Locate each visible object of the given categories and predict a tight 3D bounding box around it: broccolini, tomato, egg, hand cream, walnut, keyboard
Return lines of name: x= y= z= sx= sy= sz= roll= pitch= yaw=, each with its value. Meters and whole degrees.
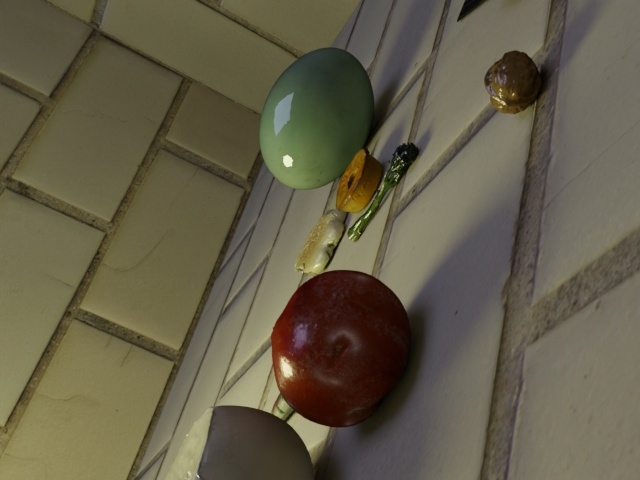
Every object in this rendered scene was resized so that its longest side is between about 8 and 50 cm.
broccolini: x=0.116 y=-0.101 z=1.767 sx=0.071 sy=0.057 sz=0.254 roll=-8 pitch=-36 yaw=-49
tomato: x=0.021 y=0.155 z=1.271 sx=0.232 sy=0.189 sz=0.232 roll=-60 pitch=9 yaw=16
egg: x=-0.008 y=-0.311 z=2.209 sx=0.388 sy=0.276 sz=0.276 roll=-70 pitch=13 yaw=-17
hand cream: x=-0.069 y=0.317 z=1.677 sx=0.234 sy=0.050 sz=0.080 roll=120 pitch=166 yaw=-47
walnut: x=0.281 y=-0.231 z=1.272 sx=0.079 sy=0.083 sz=0.096 roll=85 pitch=-161 yaw=-54
keyboard: x=0.339 y=-0.516 z=1.813 sx=0.067 sy=0.011 sz=0.202 roll=-67 pitch=12 yaw=-10

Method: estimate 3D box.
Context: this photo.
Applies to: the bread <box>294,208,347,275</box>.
bread: x=0.000 y=0.000 z=2.079 sx=0.181 sy=0.039 sz=0.251 roll=-65 pitch=11 yaw=-6

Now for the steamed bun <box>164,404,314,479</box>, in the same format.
steamed bun: x=-0.129 y=0.411 z=1.304 sx=0.324 sy=0.206 sz=0.324 roll=-62 pitch=10 yaw=19

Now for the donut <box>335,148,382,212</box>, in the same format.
donut: x=0.087 y=-0.128 z=1.934 sx=0.151 sy=0.058 sz=0.152 roll=-59 pitch=13 yaw=22

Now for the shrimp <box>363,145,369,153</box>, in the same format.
shrimp: x=0.089 y=-0.168 z=2.096 sx=0.127 sy=0.025 sz=0.091 roll=-70 pitch=12 yaw=-20
